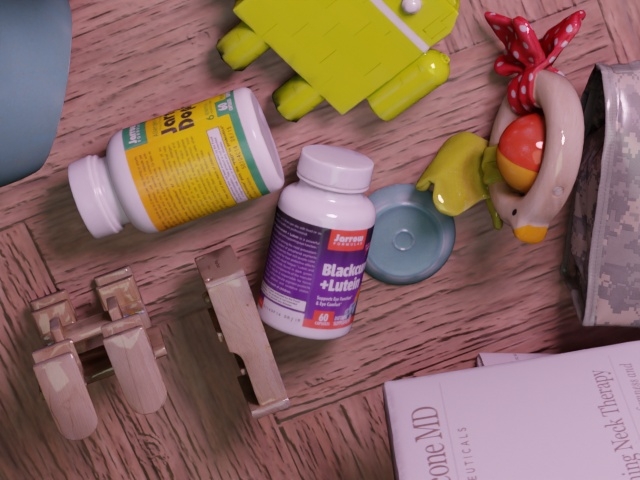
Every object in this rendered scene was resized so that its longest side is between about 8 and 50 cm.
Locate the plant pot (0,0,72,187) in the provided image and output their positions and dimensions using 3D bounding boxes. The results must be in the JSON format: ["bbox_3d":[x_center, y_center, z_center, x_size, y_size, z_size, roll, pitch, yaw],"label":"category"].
[{"bbox_3d":[-0.379,-0.174,1.684,0.235,0.293,0.293,8,109,-21],"label":"plant pot"}]

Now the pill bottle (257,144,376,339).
[{"bbox_3d":[0.000,0.000,1.840,0.108,0.108,0.193,10,109,-6],"label":"pill bottle"}]

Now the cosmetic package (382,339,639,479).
[{"bbox_3d":[0.287,0.326,1.719,0.394,0.329,0.327,-9,117,2],"label":"cosmetic package"}]

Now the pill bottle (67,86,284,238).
[{"bbox_3d":[-0.153,-0.076,1.804,0.208,0.117,0.117,-19,109,5],"label":"pill bottle"}]

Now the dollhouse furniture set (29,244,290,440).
[{"bbox_3d":[-0.177,0.131,1.824,0.242,0.212,0.161,-20,109,-5],"label":"dollhouse furniture set"}]

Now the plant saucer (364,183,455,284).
[{"bbox_3d":[0.091,-0.003,1.889,0.119,0.021,0.119,-1,109,-2],"label":"plant saucer"}]

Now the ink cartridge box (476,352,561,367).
[{"bbox_3d":[0.308,0.236,1.931,0.273,0.115,0.198,2,109,-2],"label":"ink cartridge box"}]

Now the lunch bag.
[{"bbox_3d":[0.389,-0.059,1.805,0.235,0.169,0.287,2,114,-3],"label":"lunch bag"}]

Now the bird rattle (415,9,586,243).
[{"bbox_3d":[0.223,-0.111,1.772,0.143,0.207,0.253,15,118,-26],"label":"bird rattle"}]

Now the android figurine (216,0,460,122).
[{"bbox_3d":[0.029,-0.235,1.745,0.273,0.056,0.248,-34,114,29],"label":"android figurine"}]
